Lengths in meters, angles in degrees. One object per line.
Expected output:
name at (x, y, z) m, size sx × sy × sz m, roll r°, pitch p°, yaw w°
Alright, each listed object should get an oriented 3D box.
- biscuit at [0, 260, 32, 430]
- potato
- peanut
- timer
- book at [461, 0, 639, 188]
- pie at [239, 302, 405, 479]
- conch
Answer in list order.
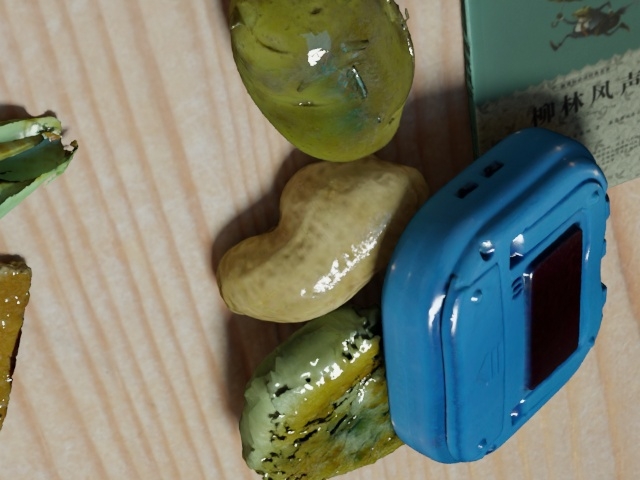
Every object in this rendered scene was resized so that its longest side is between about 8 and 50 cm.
biscuit at (-0.373, 0.115, 1.622) m, size 0.131 × 0.025 × 0.231 m, roll 1°, pitch 126°, yaw -26°
potato at (0.005, -0.178, 1.491) m, size 0.169 × 0.143 × 0.248 m, roll -21°, pitch 135°, yaw 4°
peanut at (0.000, 0.000, 1.654) m, size 0.253 × 0.137 × 0.122 m, roll -44°, pitch 169°, yaw 14°
timer at (0.195, 0.064, 1.693) m, size 0.309 × 0.115 × 0.340 m, roll -38°, pitch 139°, yaw -33°
book at (0.276, -0.190, 1.696) m, size 0.264 × 0.031 × 0.379 m, roll -21°, pitch 133°, yaw -12°
pie at (0.047, 0.176, 1.813) m, size 0.371 × 0.078 × 0.296 m, roll 2°, pitch 136°, yaw -48°
conch at (-0.308, -0.071, 1.475) m, size 0.170 × 0.079 × 0.106 m, roll -33°, pitch 142°, yaw -20°
